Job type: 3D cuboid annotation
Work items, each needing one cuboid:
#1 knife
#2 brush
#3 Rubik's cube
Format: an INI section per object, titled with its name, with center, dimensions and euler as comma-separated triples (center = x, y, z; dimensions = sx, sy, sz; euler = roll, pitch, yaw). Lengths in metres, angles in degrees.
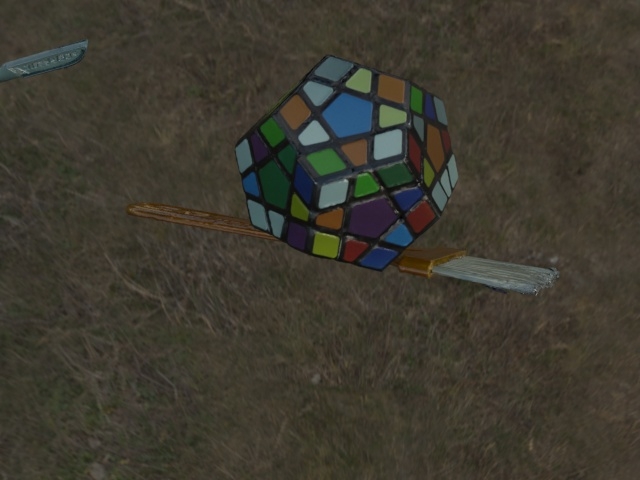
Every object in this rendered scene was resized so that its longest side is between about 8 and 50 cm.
[knife]
center = -0.340, -0.188, 1.046
dimensions = 0.210, 0.028, 0.015
euler = -9, 56, 19
[brush]
center = 0.000, 0.000, 0.651
dimensions = 0.314, 0.090, 0.017
euler = 10, 96, 22
[Rubik's cube]
center = 0.016, -0.046, 0.561
dimensions = 0.133, 0.112, 0.133
euler = -1, 65, 2
